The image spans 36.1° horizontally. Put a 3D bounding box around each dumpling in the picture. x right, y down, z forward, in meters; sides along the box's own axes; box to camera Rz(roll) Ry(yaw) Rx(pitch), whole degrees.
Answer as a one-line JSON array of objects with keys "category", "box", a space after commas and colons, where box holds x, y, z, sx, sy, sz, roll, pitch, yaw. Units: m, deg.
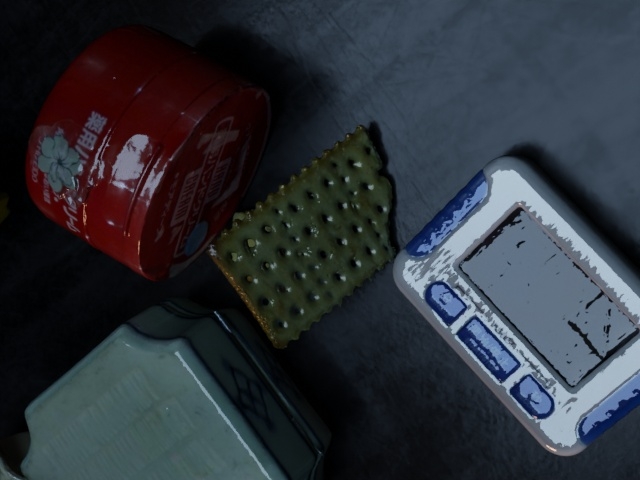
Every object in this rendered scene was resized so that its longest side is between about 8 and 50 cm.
[{"category": "dumpling", "box": [-0.331, 0.272, 1.150, 0.100, 0.134, 0.169, -38, 70, -9]}]

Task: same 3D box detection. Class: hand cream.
[{"category": "hand cream", "box": [-0.165, -0.088, 0.964, 0.149, 0.230, 0.230, 32, 111, 15]}]

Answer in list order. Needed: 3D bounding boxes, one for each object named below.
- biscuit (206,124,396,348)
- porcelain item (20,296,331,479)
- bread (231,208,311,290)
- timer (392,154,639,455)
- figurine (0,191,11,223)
[{"category": "biscuit", "box": [0.000, 0.000, 0.969, 0.203, 0.016, 0.144, -37, 109, -18]}, {"category": "porcelain item", "box": [-0.152, 0.225, 1.061, 0.286, 0.157, 0.281, -40, 84, 24]}, {"category": "bread", "box": [-0.061, 0.009, 1.021, 0.109, 0.080, 0.084, 4, 100, 18]}, {"category": "timer", "box": [0.208, 0.058, 0.925, 0.178, 0.078, 0.253, -46, 77, 22]}, {"category": "figurine", "box": [-0.488, -0.085, 1.110, 0.215, 0.215, 0.228, -34, 75, 24]}]
